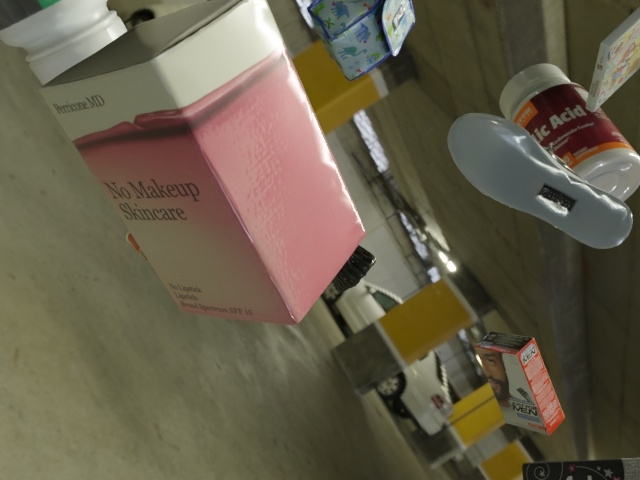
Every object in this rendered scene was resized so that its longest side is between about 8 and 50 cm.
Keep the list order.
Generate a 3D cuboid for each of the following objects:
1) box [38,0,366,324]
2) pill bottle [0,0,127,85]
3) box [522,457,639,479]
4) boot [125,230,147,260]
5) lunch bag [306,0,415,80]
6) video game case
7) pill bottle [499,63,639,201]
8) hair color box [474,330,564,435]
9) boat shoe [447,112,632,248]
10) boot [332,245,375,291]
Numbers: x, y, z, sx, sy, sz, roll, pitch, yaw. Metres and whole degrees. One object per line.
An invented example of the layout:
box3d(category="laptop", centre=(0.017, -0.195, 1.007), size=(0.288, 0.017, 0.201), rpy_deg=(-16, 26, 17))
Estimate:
box3d(category="box", centre=(-0.086, -0.060, 0.541), size=(0.149, 0.127, 0.232), rpy_deg=(1, -52, 40))
box3d(category="pill bottle", centre=(-0.469, -0.441, 1.053), size=(0.361, 0.204, 0.204), rpy_deg=(62, -1, -29))
box3d(category="box", centre=(0.412, 0.357, 0.851), size=(0.163, 0.247, 0.142), rpy_deg=(29, 53, -44))
box3d(category="boot", centre=(-0.296, -0.013, 1.277), size=(0.085, 0.158, 0.059), rpy_deg=(27, -60, 36))
box3d(category="lunch bag", centre=(0.075, -0.340, 1.025), size=(0.096, 0.151, 0.129), rpy_deg=(57, 4, 23))
box3d(category="video game case", centre=(0.663, -0.411, 1.413), size=(0.026, 0.227, 0.206), rpy_deg=(43, -12, 28))
box3d(category="pill bottle", centre=(0.627, -0.265, 1.701), size=(0.224, 0.224, 0.392), rpy_deg=(55, 13, -50))
box3d(category="hair color box", centre=(0.336, 0.240, 1.115), size=(0.093, 0.053, 0.167), rpy_deg=(0, -61, 56))
box3d(category="boat shoe", centre=(0.328, -0.097, 1.012), size=(0.306, 0.113, 0.105), rpy_deg=(26, 14, -1))
box3d(category="boot", centre=(0.003, -0.003, 1.472), size=(0.260, 0.131, 0.348), rpy_deg=(52, 8, 2))
